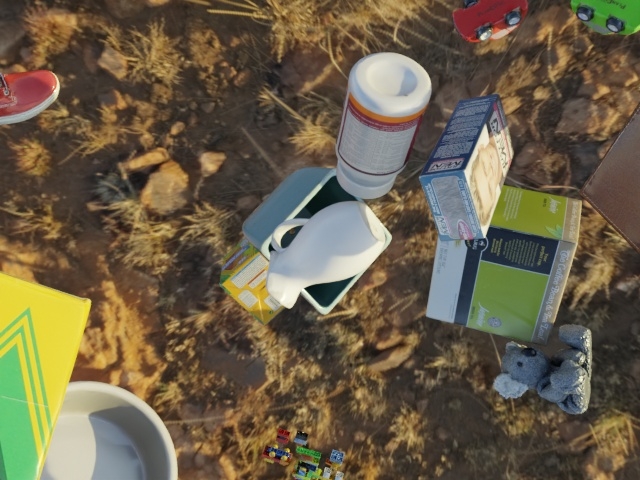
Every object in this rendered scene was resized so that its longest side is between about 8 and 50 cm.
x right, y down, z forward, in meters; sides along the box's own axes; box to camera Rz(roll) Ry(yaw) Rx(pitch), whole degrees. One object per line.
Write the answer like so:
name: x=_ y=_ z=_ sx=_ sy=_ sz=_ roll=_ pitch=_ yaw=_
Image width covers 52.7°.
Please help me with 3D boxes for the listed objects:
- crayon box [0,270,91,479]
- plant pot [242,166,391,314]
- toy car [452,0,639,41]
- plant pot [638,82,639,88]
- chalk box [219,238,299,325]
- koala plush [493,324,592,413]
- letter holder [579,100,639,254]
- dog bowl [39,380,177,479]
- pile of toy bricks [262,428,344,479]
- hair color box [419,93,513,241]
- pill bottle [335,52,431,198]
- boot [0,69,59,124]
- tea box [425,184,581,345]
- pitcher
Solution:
crayon box: x=-0.349 y=0.228 z=0.629 sx=0.106 sy=0.363 sz=0.313 roll=20 pitch=63 yaw=-24
plant pot: x=-0.039 y=-0.025 z=1.529 sx=0.247 sy=0.252 sz=0.248 roll=-47 pitch=122 yaw=-10
toy car: x=0.326 y=-0.325 z=0.854 sx=0.225 sy=0.053 sz=0.239 roll=36 pitch=91 yaw=25
plant pot: x=0.824 y=-0.327 z=1.336 sx=0.212 sy=0.212 sz=0.187 roll=48 pitch=127 yaw=10
chalk box: x=-0.163 y=0.077 z=1.859 sx=0.180 sy=0.289 sz=0.179 roll=-42 pitch=107 yaw=6
koala plush: x=0.559 y=0.332 z=1.629 sx=0.221 sy=0.196 sz=0.203 roll=2 pitch=133 yaw=27
letter holder: x=0.549 y=-0.055 z=0.876 sx=0.302 sy=0.152 sz=0.214 roll=59 pitch=149 yaw=35
dog bowl: x=-0.399 y=0.393 z=1.065 sx=0.349 sy=0.349 sz=0.102 roll=44 pitch=134 yaw=2
pile of toy bricks: x=-0.041 y=0.573 z=1.643 sx=0.212 sy=0.118 sz=0.105 roll=17 pitch=120 yaw=6
hair color box: x=0.337 y=-0.169 z=1.444 sx=0.105 sy=0.347 sz=0.173 roll=-4 pitch=125 yaw=32
pill bottle: x=0.088 y=-0.169 z=1.001 sx=0.121 sy=0.221 sz=0.121 roll=3 pitch=57 yaw=-5
boot: x=-0.622 y=-0.295 z=1.214 sx=0.244 sy=0.176 sz=0.088 roll=-25 pitch=77 yaw=-21
tea box: x=0.469 y=0.052 z=1.672 sx=0.324 sy=0.220 sz=0.329 roll=14 pitch=126 yaw=16
pitcher: x=0.000 y=0.000 z=1.139 sx=0.207 sy=0.125 sz=0.177 roll=-31 pitch=48 yaw=21
